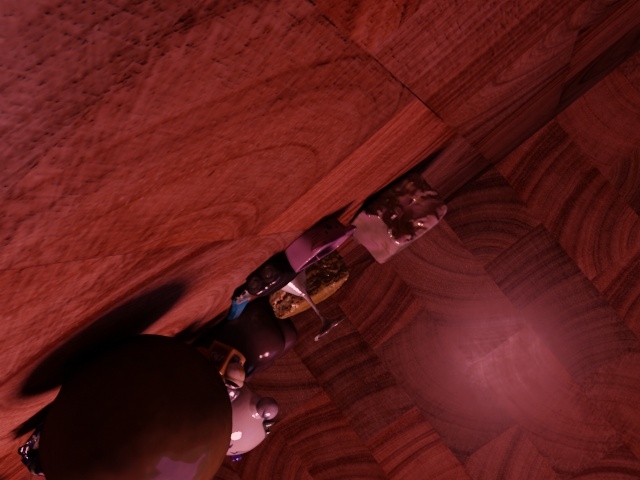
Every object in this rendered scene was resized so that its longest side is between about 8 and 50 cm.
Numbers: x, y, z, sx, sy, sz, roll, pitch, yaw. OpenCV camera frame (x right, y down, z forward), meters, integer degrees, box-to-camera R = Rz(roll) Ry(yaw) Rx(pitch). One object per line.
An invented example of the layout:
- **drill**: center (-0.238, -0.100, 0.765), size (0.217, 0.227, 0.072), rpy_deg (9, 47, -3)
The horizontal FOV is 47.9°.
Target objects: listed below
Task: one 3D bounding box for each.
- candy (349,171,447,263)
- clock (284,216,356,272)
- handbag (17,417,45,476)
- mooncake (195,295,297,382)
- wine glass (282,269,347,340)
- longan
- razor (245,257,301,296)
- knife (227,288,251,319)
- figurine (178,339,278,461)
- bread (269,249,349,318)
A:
- **candy**: center (0.175, -0.048, 1.686), size (0.185, 0.137, 0.195), rpy_deg (-35, 174, -20)
- **clock**: center (0.000, 0.000, 1.481), size (0.153, 0.050, 0.110), rpy_deg (-30, 169, -47)
- **handbag**: center (-0.409, 0.320, 1.286), size (0.260, 0.113, 0.162), rpy_deg (-43, -179, -21)
- **mooncake**: center (-0.205, 0.283, 1.864), size (0.306, 0.154, 0.306), rpy_deg (-36, 169, -8)
- **wine glass**: center (-0.032, 0.130, 1.616), size (0.122, 0.183, 0.122), rpy_deg (-36, 173, -5)
- **longan**: center (-0.272, 0.279, 1.070), size (0.297, 0.297, 0.297), rpy_deg (-37, 172, -6)
- **razor**: center (-0.093, 0.075, 1.486), size (0.090, 0.054, 0.148), rpy_deg (-36, 173, 16)
- **knife**: center (-0.184, 0.144, 1.597), size (0.044, 0.026, 0.296), rpy_deg (-32, 174, -20)
- **figurine**: center (-0.230, 0.350, 1.613), size (0.186, 0.261, 0.381), rpy_deg (-50, 142, -25)
- **bread**: center (-0.034, 0.108, 1.778), size (0.196, 0.102, 0.138), rpy_deg (-30, 167, -32)
